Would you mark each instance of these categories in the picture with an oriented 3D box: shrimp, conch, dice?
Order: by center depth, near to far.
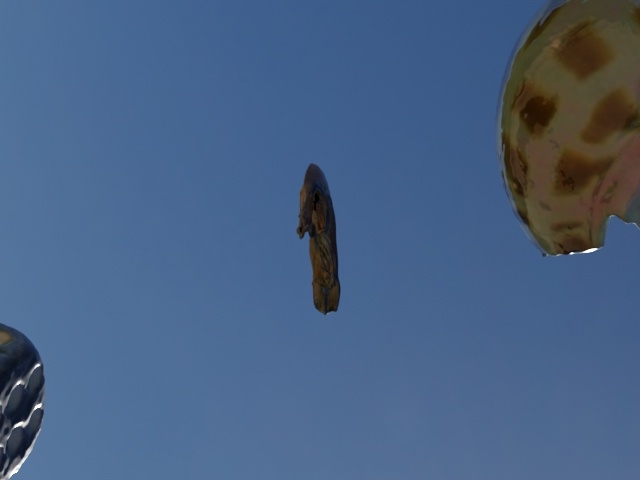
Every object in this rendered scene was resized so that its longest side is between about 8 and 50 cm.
[{"bbox_3d":[0.266,-0.140,1.288,0.249,0.197,0.368,-41,-178,25],"label":"conch"},{"bbox_3d":[-0.467,0.209,1.769,0.182,0.183,0.181,-49,147,-59],"label":"dice"},{"bbox_3d":[0.000,0.000,1.963,0.152,0.046,0.219,-26,112,-82],"label":"shrimp"}]
